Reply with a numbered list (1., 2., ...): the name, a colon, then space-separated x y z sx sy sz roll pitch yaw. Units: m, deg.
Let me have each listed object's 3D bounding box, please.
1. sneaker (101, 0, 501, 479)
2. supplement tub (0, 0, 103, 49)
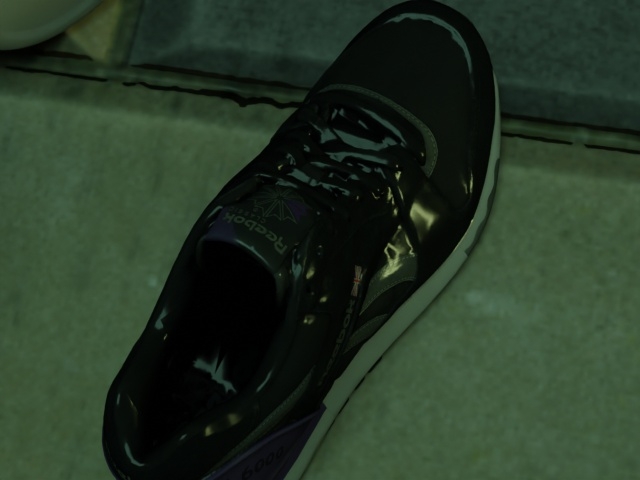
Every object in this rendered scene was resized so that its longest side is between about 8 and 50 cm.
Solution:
1. sneaker: 0.000 0.000 0.743 0.107 0.124 0.283 25 74 15
2. supplement tub: -0.186 -0.200 0.846 0.117 0.117 0.190 -35 69 -6
